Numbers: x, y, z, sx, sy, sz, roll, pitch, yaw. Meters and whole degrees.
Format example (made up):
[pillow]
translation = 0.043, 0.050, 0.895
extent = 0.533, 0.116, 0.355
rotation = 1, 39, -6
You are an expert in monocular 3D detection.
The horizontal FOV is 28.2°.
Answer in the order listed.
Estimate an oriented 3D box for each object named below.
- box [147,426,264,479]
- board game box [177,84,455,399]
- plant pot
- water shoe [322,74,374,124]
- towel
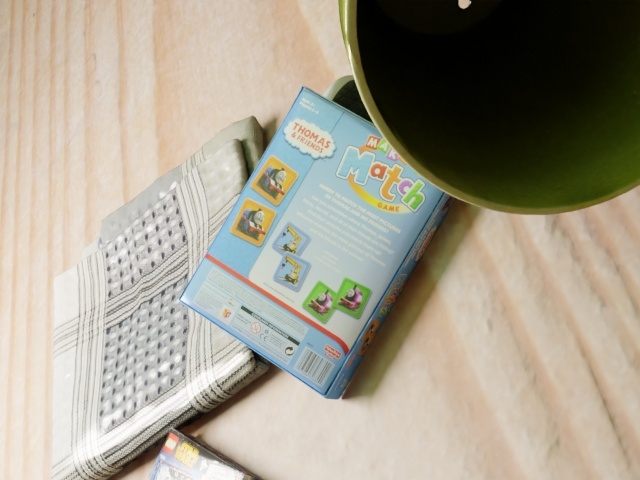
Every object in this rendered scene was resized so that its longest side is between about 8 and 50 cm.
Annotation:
[box]
translation = -0.109, 0.228, 1.112
extent = 0.137, 0.027, 0.094
rotation = 18, 82, 55
[board game box]
translation = 0.000, 0.000, 1.055
extent = 0.160, 0.039, 0.212
rotation = 31, 93, 23
[plant pot]
translation = 0.123, -0.195, 0.938
extent = 0.275, 0.274, 0.293
rotation = -54, 20, 10
[water shoe]
translation = -0.008, -0.055, 1.143
extent = 0.080, 0.073, 0.203
rotation = -5, 62, 53
[towel]
translation = -0.169, 0.060, 1.285
extent = 0.312, 0.056, 0.324
rotation = -36, 41, 32
